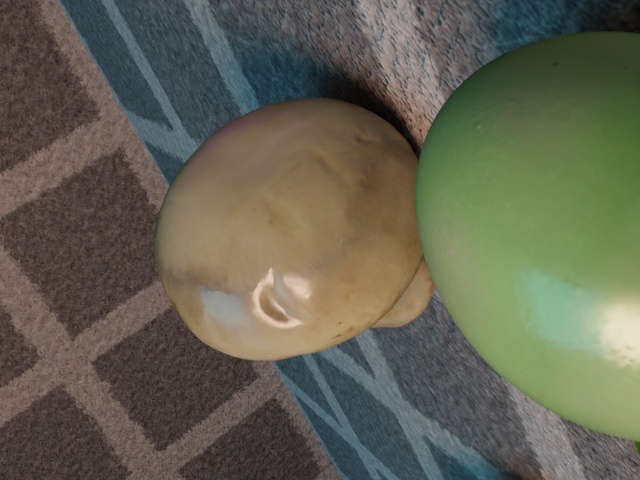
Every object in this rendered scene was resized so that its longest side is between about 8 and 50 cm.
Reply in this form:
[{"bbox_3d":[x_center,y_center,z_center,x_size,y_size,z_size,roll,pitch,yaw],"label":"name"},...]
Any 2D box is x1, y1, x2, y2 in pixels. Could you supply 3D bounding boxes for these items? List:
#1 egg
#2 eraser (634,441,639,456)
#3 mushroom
[{"bbox_3d":[0.174,-0.009,0.472,0.270,0.220,0.220,54,167,38],"label":"egg"},{"bbox_3d":[0.301,0.171,0.594,0.210,0.092,0.274,-99,-15,-59],"label":"eraser"},{"bbox_3d":[-0.004,-0.023,0.891,0.315,0.356,0.315,31,126,57],"label":"mushroom"}]
